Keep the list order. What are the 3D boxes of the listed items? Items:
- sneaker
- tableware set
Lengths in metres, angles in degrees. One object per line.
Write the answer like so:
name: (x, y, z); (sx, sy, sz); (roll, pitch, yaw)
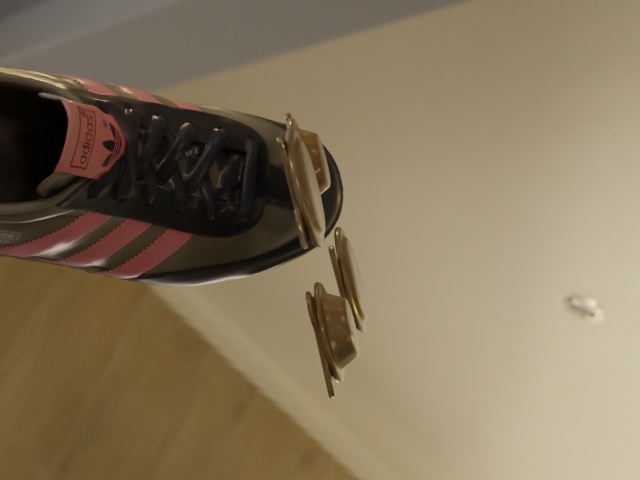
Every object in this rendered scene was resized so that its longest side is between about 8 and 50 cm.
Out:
sneaker: (-0.117, -0.036, 0.911); (0.319, 0.112, 0.131); (2, -9, -24)
tableware set: (0.000, 0.000, 0.901); (0.020, 0.169, 0.141); (-14, -78, 7)
